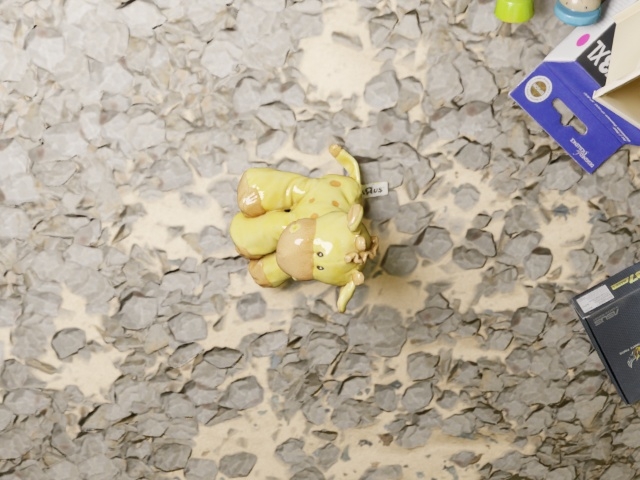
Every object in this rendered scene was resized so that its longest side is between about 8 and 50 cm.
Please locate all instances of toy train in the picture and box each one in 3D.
[{"bbox_3d":[0.223,-0.315,1.339,0.248,0.105,0.143,-5,132,-8],"label":"toy train"}]

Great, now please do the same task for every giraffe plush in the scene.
[{"bbox_3d":[0.000,0.000,1.419,0.210,0.170,0.181,-24,119,3],"label":"giraffe plush"}]

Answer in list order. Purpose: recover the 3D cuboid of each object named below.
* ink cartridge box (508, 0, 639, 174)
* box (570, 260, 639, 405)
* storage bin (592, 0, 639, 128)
[{"bbox_3d":[0.427,-0.247,1.429,0.371,0.069,0.176,-43,117,16],"label":"ink cartridge box"},{"bbox_3d":[0.491,0.105,1.629,0.232,0.059,0.183,-28,120,6],"label":"box"},{"bbox_3d":[0.497,-0.191,1.291,0.262,0.123,0.260,28,150,-23],"label":"storage bin"}]
